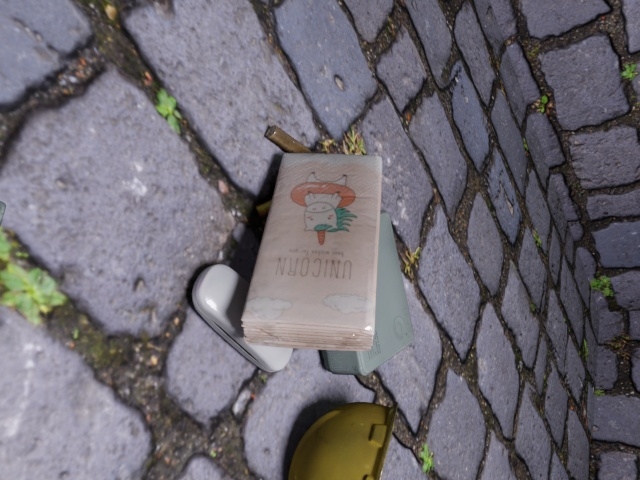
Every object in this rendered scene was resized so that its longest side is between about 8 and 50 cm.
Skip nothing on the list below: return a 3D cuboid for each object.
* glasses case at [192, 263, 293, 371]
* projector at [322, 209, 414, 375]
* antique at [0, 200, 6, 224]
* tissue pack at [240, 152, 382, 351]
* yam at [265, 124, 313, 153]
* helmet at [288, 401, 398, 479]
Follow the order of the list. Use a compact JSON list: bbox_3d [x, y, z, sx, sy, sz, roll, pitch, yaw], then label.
[{"bbox_3d":[-0.105,0.113,0.732,0.197,0.049,0.076,51,44,-32],"label":"glasses case"},{"bbox_3d":[0.062,0.087,0.914,0.192,0.099,0.256,-17,96,-53],"label":"projector"},{"bbox_3d":[-0.339,0.044,0.416,0.088,0.086,0.182,27,62,-45],"label":"antique"},{"bbox_3d":[0.000,0.000,0.748,0.071,0.170,0.325,88,8,-48],"label":"tissue pack"},{"bbox_3d":[-0.037,-0.152,0.895,0.145,0.032,0.032,32,58,-43],"label":"yam"},{"bbox_3d":[0.025,0.351,0.776,0.205,0.140,0.256,69,38,-71],"label":"helmet"}]
